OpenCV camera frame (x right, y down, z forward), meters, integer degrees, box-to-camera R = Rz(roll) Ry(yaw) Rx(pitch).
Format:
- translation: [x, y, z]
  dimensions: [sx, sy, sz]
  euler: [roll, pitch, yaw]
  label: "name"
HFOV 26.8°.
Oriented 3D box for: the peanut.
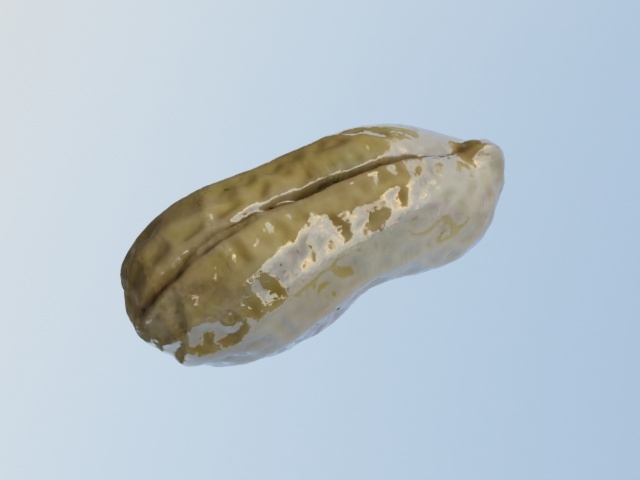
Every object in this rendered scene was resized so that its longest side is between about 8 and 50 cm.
- translation: [0.000, 0.000, 0.553]
  dimensions: [0.080, 0.174, 0.080]
  euler: [50, -27, 37]
  label: "peanut"
